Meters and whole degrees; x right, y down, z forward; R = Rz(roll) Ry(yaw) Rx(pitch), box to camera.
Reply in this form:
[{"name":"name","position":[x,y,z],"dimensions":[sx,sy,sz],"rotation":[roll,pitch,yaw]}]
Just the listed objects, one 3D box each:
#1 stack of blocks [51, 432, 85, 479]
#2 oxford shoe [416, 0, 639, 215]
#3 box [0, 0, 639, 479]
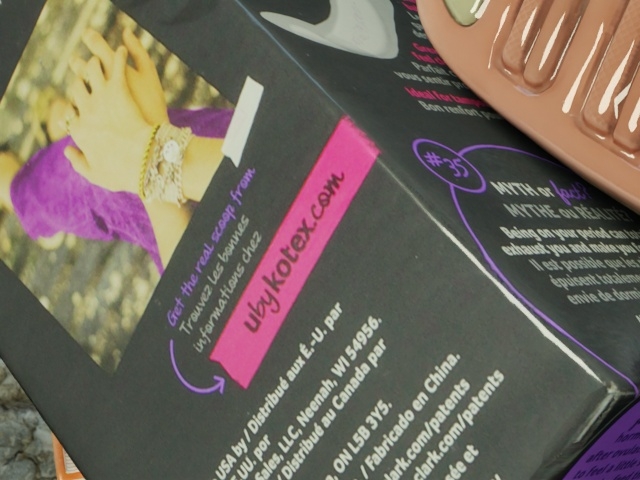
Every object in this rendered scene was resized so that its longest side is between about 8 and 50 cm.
[{"name":"stack of blocks","position":[-0.116,0.139,0.903],"dimensions":[0.087,0.171,0.297],"rotation":[-8,-7,-10]},{"name":"oxford shoe","position":[0.210,-0.007,0.391],"dimensions":[0.397,0.141,0.146],"rotation":[25,-8,22]},{"name":"box","position":[0.000,0.000,0.464],"dimensions":[0.165,0.270,0.143],"rotation":[3,-51,-51]}]
